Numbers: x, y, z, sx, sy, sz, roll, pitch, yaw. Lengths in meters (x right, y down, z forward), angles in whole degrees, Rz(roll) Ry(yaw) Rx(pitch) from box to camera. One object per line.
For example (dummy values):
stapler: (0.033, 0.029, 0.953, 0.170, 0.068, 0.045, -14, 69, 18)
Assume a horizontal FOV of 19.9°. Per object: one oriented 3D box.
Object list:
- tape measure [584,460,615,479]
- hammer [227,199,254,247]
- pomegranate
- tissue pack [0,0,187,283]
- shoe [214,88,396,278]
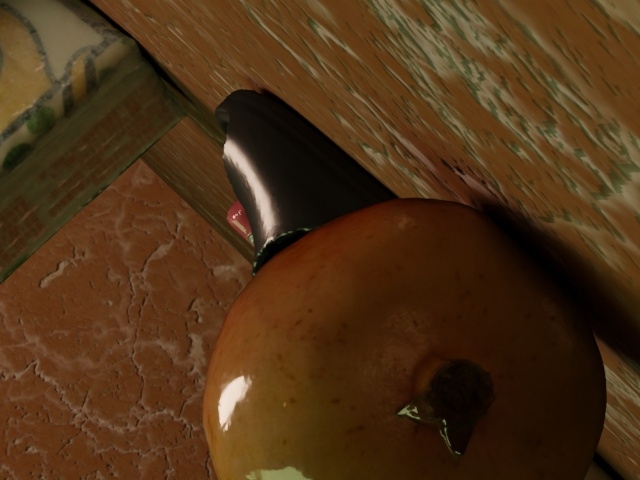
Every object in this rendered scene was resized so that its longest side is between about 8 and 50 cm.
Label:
tape measure: (0.120, 0.171, 1.441, 0.258, 0.130, 0.265, 42, 177, -16)
hammer: (-0.062, -0.010, 1.925, 0.083, 0.043, 0.043, 46, 175, -15)
pomegranate: (0.040, 0.075, 0.854, 0.191, 0.191, 0.191, 43, 176, 4)
tissue pack: (-0.307, -0.090, 1.591, 0.228, 0.311, 0.128, 39, 169, 39)
shoe: (0.000, 0.000, 1.111, 0.241, 0.093, 0.108, 39, 175, 32)
